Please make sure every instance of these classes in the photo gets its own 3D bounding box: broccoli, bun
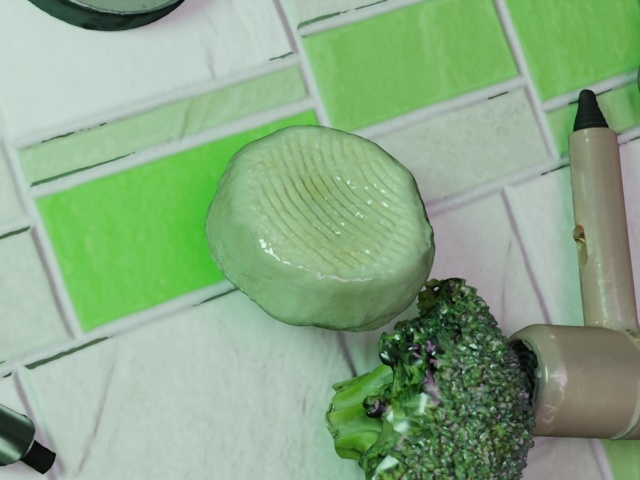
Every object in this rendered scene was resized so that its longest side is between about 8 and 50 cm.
[{"bbox_3d":[0.095,0.147,1.419,0.176,0.198,0.226,-30,64,5],"label":"broccoli"},{"bbox_3d":[0.000,0.000,1.406,0.195,0.118,0.195,8,47,-9],"label":"bun"}]

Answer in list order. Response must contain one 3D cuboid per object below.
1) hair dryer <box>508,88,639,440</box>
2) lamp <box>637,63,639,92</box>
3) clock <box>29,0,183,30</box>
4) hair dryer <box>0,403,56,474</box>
[{"bbox_3d":[0.252,0.017,1.574,0.189,0.107,0.344,5,70,-25],"label":"hair dryer"},{"bbox_3d":[0.351,-0.199,1.658,0.091,0.091,0.163,-1,68,-27],"label":"lamp"},{"bbox_3d":[-0.183,-0.286,1.415,0.215,0.042,0.214,4,80,-27],"label":"clock"},{"bbox_3d":[-0.335,0.151,1.203,0.284,0.156,0.320,36,65,-14],"label":"hair dryer"}]
